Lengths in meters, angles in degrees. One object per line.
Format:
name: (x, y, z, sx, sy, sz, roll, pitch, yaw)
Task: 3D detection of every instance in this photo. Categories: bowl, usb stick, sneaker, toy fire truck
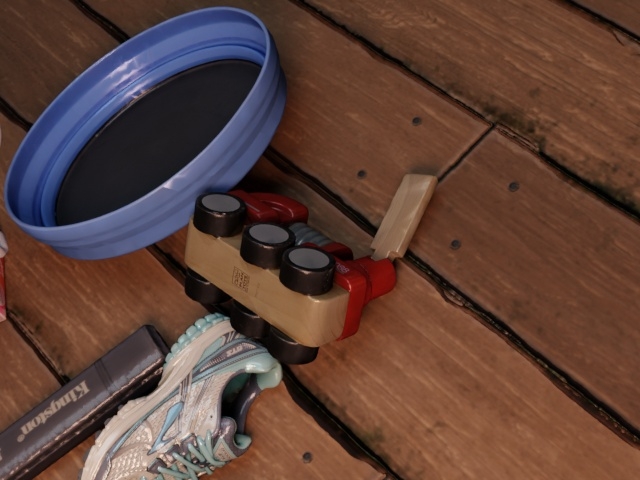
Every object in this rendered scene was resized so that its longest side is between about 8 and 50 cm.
bowl: (-0.213, -0.135, 1.521, 0.391, 0.077, 0.391, -23, 38, 19)
usb stick: (-0.288, 0.200, 1.410, 0.278, 0.045, 0.077, -37, 52, -2)
sneaker: (-0.148, 0.210, 1.305, 0.122, 0.110, 0.283, 24, 71, 30)
toy fire truck: (0.000, 0.000, 1.375, 0.246, 0.158, 0.217, -17, 37, -43)

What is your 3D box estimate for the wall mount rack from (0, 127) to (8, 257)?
wall mount rack: (-0.519, -0.058, 1.456, 0.350, 0.130, 0.304, -29, 56, 2)

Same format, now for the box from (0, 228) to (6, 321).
box: (-0.569, 0.059, 1.564, 0.300, 0.142, 0.154, -20, 52, 10)
